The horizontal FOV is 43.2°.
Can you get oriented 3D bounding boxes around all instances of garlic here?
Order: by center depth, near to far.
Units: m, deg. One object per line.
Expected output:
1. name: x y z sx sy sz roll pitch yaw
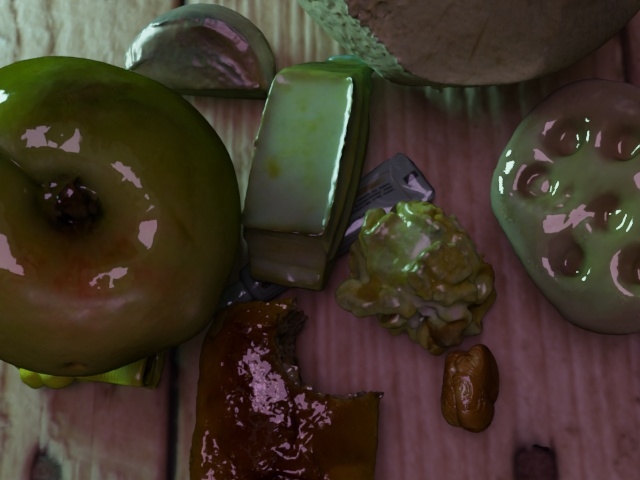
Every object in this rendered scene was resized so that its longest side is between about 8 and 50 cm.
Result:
1. garlic: -0.136 -0.216 0.916 0.196 0.087 0.101 8 90 12

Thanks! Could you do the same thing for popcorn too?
1. popcorn: 0.093 0.028 0.772 0.163 0.141 0.135 0 33 -5

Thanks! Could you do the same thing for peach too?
1. peach: -0.219 -0.029 0.761 0.282 0.315 0.314 -37 85 -2

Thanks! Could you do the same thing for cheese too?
1. cheese: 0.271 -0.034 0.727 0.218 0.117 0.235 -12 78 33

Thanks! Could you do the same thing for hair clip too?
1. hair clip: -0.257 0.130 0.868 0.173 0.046 0.072 6 73 16

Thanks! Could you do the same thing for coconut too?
1. coconut: 0.133 -0.306 0.756 0.347 0.360 0.346 -1 98 -5

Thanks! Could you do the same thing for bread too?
1. bread: -0.033 0.242 0.753 0.186 0.109 0.380 -1 75 15
2. bread: 0.140 0.140 0.759 0.046 0.081 0.083 3 37 28

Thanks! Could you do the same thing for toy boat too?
1. toy boat: -0.011 -0.089 0.828 0.111 0.084 0.276 7 68 19

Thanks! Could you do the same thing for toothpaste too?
1. toothpaste: 0.000 0.000 0.849 0.255 0.037 0.067 -35 68 0
